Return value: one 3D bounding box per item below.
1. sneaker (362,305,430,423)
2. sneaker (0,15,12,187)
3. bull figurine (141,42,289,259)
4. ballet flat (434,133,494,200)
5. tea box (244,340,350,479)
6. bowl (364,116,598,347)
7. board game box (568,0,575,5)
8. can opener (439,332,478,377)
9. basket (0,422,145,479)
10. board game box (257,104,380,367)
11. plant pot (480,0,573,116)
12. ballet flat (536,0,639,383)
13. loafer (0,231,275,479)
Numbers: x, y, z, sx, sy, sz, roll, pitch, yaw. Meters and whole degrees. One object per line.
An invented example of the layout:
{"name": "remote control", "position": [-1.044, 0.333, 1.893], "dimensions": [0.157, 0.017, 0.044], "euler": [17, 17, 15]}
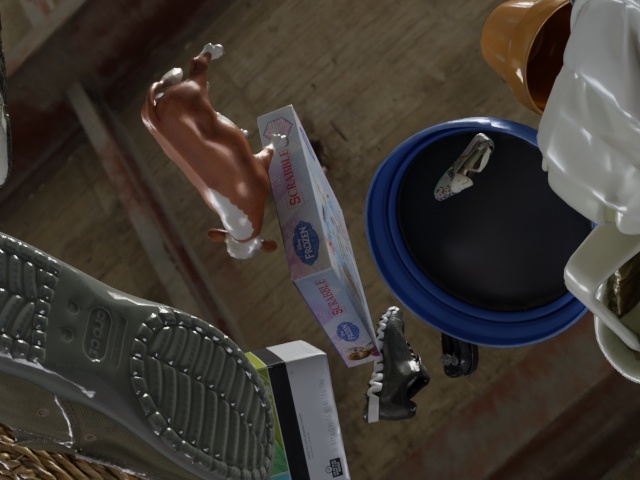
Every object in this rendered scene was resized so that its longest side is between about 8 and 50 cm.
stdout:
{"name": "sneaker", "position": [0.141, 0.219, 1.487], "dimensions": [0.106, 0.078, 0.234], "euler": [5, -131, 10]}
{"name": "sneaker", "position": [-0.373, -0.165, 0.742], "dimensions": [0.182, 0.410, 0.158], "euler": [-5, -116, -19]}
{"name": "bull figurine", "position": [-0.135, -0.117, 1.193], "dimensions": [0.101, 0.310, 0.188], "euler": [-7, -134, 26]}
{"name": "ballet flat", "position": [0.205, -0.099, 1.197], "dimensions": [0.114, 0.041, 0.041], "euler": [-53, -134, 5]}
{"name": "tea box", "position": [-0.131, 0.395, 1.641], "dimensions": [0.324, 0.329, 0.220], "euler": [-13, -177, -12]}
{"name": "bowl", "position": [0.262, -0.013, 1.351], "dimensions": [0.391, 0.391, 0.077], "euler": [-6, -157, 33]}
{"name": "board game box", "position": [0.291, -0.212, 0.718], "dimensions": [0.194, 0.194, 0.060], "euler": [-2, -158, 34]}
{"name": "can opener", "position": [0.240, 0.158, 1.527], "dimensions": [0.059, 0.073, 0.186], "euler": [-5, -84, 34]}
{"name": "basket", "position": [-0.260, 0.256, 0.975], "dimensions": [0.213, 0.299, 0.223], "euler": [-30, -164, 41]}
{"name": "board game box", "position": [0.000, 0.000, 1.379], "dimensions": [0.066, 0.318, 0.318], "euler": [-18, -125, 7]}
{"name": "plant pot", "position": [0.372, -0.324, 1.418], "dimensions": [0.205, 0.205, 0.188], "euler": [-46, -146, 2]}
{"name": "ballet flat", "position": [0.181, -0.028, 0.436], "dimensions": [0.139, 0.400, 0.139], "euler": [-12, -126, 17]}
{"name": "loafer", "position": [-0.129, 0.080, 0.493], "dimensions": [0.087, 0.251, 0.094], "euler": [-29, -144, 35]}
